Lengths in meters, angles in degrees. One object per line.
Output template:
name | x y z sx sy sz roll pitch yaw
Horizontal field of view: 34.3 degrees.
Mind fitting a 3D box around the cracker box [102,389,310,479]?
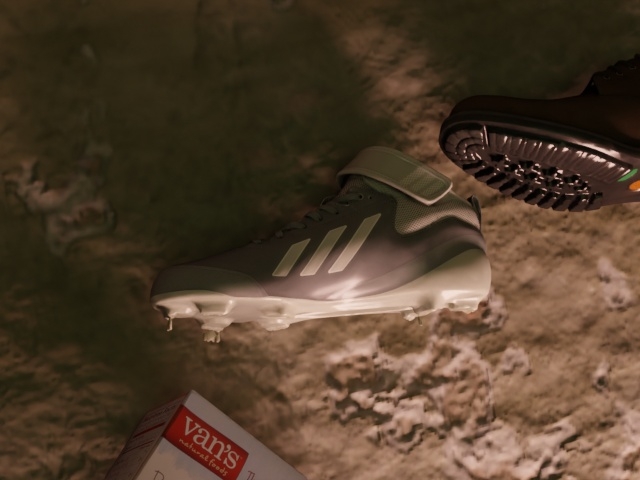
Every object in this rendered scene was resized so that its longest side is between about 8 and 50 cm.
cracker box | -0.076 0.217 0.531 0.155 0.067 0.232 41 54 -13

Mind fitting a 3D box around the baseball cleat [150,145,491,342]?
baseball cleat | 0.000 0.000 0.608 0.205 0.072 0.110 0 76 -22

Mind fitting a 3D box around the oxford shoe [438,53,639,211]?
oxford shoe | 0.180 -0.071 0.661 0.227 0.083 0.096 5 66 -16
